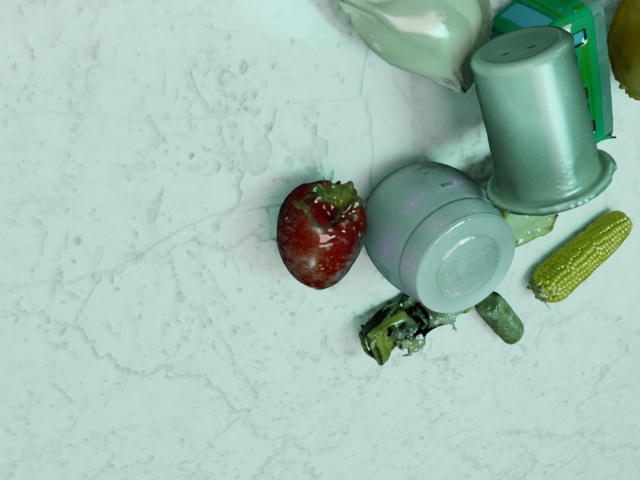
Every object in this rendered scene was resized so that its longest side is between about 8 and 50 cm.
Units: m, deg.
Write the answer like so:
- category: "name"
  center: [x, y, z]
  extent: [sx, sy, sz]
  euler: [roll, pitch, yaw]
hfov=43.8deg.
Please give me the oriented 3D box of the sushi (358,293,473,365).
- category: "sushi"
  center: [0.228, 0.193, 1.840]
  extent: [0.291, 0.131, 0.139]
  euler: [-30, 127, -20]

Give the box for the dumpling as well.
- category: "dumpling"
  center: [0.184, -0.432, 1.420]
  extent: [0.341, 0.181, 0.260]
  euler: [25, 85, -10]

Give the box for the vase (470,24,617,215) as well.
- category: "vase"
  center: [0.387, -0.226, 1.454]
  extent: [0.245, 0.245, 0.291]
  euler: [-29, 119, -10]

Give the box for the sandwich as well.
- category: "sandwich"
  center: [0.450, -0.079, 1.772]
  extent: [0.226, 0.087, 0.251]
  euler: [-28, 150, -16]

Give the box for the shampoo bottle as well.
- category: "shampoo bottle"
  center: [0.236, -0.011, 1.630]
  extent: [0.273, 0.266, 0.273]
  euler: [-15, 125, -22]

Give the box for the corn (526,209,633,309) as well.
- category: "corn"
  center: [0.655, 0.042, 1.994]
  extent: [0.305, 0.106, 0.106]
  euler: [-39, 129, -3]

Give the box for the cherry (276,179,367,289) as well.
- category: "cherry"
  center: [0.000, 0.000, 1.563]
  extent: [0.175, 0.192, 0.250]
  euler: [7, 128, 7]

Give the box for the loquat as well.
- category: "loquat"
  center: [0.763, -0.418, 1.644]
  extent: [0.328, 0.328, 0.328]
  euler: [-14, 124, -21]

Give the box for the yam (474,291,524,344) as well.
- category: "yam"
  center: [0.452, 0.194, 1.993]
  extent: [0.078, 0.078, 0.179]
  euler: [-44, 129, 2]

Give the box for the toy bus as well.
- category: "toy bus"
  center: [0.467, -0.328, 1.617]
  extent: [0.199, 0.183, 0.343]
  euler: [-28, 127, -7]
